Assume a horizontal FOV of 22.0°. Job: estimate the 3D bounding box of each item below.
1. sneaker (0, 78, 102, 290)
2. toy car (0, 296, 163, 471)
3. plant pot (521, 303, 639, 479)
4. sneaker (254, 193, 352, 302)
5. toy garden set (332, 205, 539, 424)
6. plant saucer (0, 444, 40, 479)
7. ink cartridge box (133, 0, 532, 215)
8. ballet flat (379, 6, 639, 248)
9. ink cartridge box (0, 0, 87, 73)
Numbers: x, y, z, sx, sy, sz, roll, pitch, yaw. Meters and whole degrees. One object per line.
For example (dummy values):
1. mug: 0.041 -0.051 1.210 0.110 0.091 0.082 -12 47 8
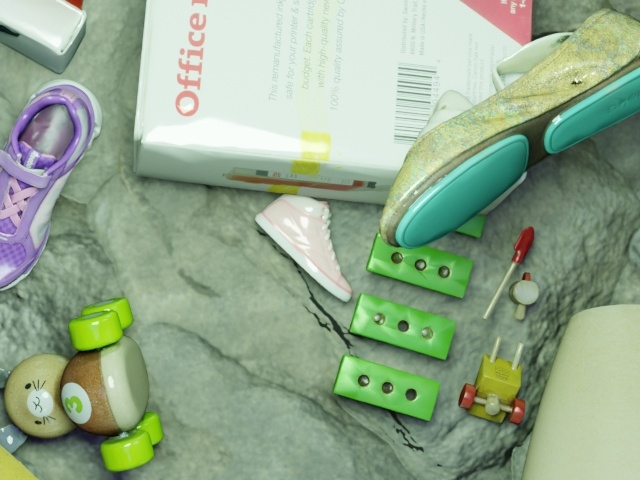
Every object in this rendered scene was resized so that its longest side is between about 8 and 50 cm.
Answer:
1. sneaker: -0.302 -0.060 1.680 0.095 0.104 0.236 26 86 -8
2. toy car: -0.272 0.159 1.668 0.188 0.149 0.155 -14 97 3
3. plant pot: 0.321 0.214 1.707 0.256 0.256 0.274 4 72 -8
4. sneaker: 0.000 0.000 1.746 0.070 0.051 0.134 -45 90 -2
5. toy garden set: 0.141 0.073 1.767 0.204 0.049 0.244 17 85 -4
6. plant saucer: -0.390 0.361 1.601 0.333 0.081 0.333 37 88 16
7. ink cartridge box: 0.010 -0.193 1.679 0.385 0.160 0.279 6 77 -8
8. ballet flat: 0.177 -0.114 1.557 0.348 0.123 0.123 -32 93 -15
9. ink cartridge box: -0.359 -0.271 1.608 0.275 0.239 0.060 30 83 -6
